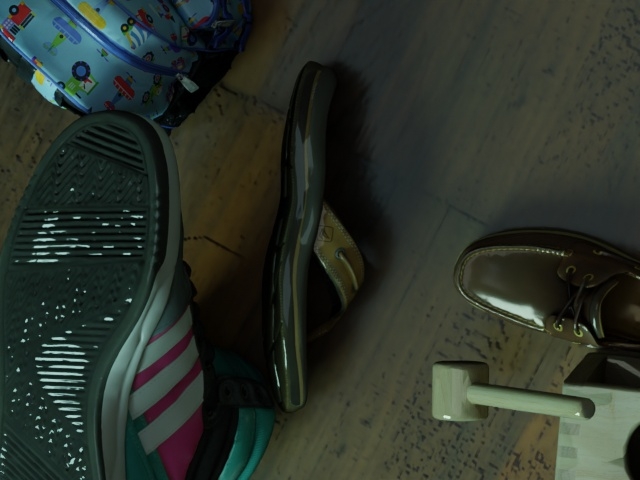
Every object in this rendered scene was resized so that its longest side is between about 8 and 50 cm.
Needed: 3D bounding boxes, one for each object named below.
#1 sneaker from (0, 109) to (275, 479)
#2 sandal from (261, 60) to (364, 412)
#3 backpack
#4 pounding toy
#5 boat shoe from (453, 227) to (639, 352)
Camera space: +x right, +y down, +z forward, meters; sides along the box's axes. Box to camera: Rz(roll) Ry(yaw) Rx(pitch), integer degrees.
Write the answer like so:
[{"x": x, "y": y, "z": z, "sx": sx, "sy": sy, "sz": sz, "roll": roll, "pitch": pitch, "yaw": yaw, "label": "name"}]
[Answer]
[{"x": -0.099, "y": 0.064, "z": 1.198, "sx": 0.124, "sy": 0.178, "sz": 0.295, "roll": 16, "pitch": 103, "yaw": 26, "label": "sneaker"}, {"x": 0.000, "y": 0.000, "z": 1.232, "sx": 0.060, "sy": 0.090, "sz": 0.219, "roll": 6, "pitch": 89, "yaw": -8, "label": "sandal"}, {"x": -0.135, "y": -0.144, "z": 1.197, "sx": 0.158, "sy": 0.173, "sz": 0.117, "roll": 46, "pitch": 103, "yaw": 8, "label": "backpack"}, {"x": 0.163, "y": 0.123, "z": 1.137, "sx": 0.206, "sy": 0.181, "sz": 0.094, "roll": 5, "pitch": 96, "yaw": 14, "label": "pounding toy"}, {"x": 0.165, "y": 0.033, "z": 1.192, "sx": 0.178, "sy": 0.060, "sz": 0.064, "roll": 13, "pitch": 98, "yaw": 13, "label": "boat shoe"}]
